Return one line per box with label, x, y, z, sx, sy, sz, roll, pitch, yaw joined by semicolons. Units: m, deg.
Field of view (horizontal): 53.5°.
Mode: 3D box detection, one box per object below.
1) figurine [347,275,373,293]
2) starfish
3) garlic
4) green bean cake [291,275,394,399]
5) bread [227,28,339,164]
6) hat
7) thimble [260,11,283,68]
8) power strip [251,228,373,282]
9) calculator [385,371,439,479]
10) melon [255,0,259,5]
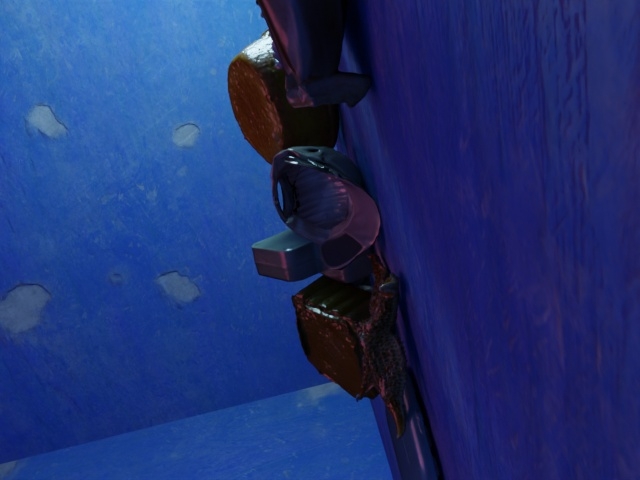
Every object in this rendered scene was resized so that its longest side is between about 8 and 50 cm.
figurine;0.076;0.103;1.542;0.138;0.110;0.246;80;-176;-61
starfish;0.100;0.186;1.104;0.301;0.084;0.294;-132;37;-80
garlic;-0.030;-0.330;0.855;0.279;0.132;0.325;-113;7;-79
green bean cake;0.057;0.202;1.357;0.229;0.131;0.224;22;135;44
bread;-0.084;-0.311;1.415;0.312;0.172;0.312;45;152;33
hat;0.022;-0.083;1.181;0.275;0.161;0.232;24;143;59
thimble;-0.046;-0.402;1.205;0.151;0.117;0.127;-106;0;-59
power strip;0.000;0.000;1.405;0.261;0.229;0.141;8;115;52
calculator;0.181;0.398;1.255;0.386;0.054;0.256;85;173;-60
melon;-0.054;-0.544;1.300;0.203;0.093;0.140;-62;-3;-47
